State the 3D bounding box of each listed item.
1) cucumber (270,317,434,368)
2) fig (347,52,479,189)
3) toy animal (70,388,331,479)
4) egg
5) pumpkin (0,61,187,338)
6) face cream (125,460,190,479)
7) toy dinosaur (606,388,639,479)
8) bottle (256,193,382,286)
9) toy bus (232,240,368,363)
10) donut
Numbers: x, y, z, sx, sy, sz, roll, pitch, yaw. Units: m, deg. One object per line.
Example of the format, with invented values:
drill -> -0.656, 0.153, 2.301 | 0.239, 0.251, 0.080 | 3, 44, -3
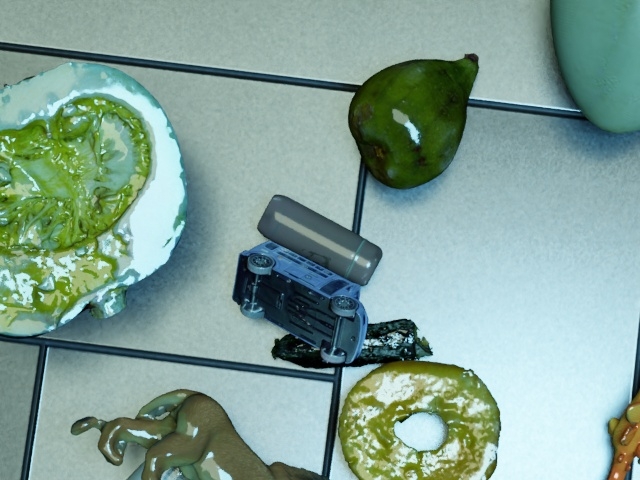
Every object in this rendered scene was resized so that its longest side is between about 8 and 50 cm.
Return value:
cucumber -> 0.034, 0.117, 1.785 | 0.181, 0.053, 0.053 | -6, 83, 3
fig -> 0.109, -0.139, 1.800 | 0.133, 0.185, 0.126 | 47, 126, 3
toy animal -> -0.099, 0.254, 1.720 | 0.312, 0.097, 0.157 | 47, 68, -11
egg -> 0.356, -0.260, 1.743 | 0.218, 0.218, 0.295 | 15, 93, 2
pumpkin -> -0.292, -0.039, 1.737 | 0.293, 0.197, 0.263 | -25, 96, -9
face cream -> -0.185, 0.285, 1.762 | 0.072, 0.051, 0.182 | 41, 83, -4
toy dinosaur -> 0.375, 0.160, 1.739 | 0.070, 0.117, 0.288 | 27, 87, 4
bottle -> 0.000, 0.000, 1.795 | 0.140, 0.053, 0.053 | 28, 84, 4
toy bus -> -0.013, 0.064, 1.748 | 0.167, 0.076, 0.073 | 27, 124, 24
donut -> 0.108, 0.212, 1.764 | 0.178, 0.065, 0.162 | 13, 78, 3
